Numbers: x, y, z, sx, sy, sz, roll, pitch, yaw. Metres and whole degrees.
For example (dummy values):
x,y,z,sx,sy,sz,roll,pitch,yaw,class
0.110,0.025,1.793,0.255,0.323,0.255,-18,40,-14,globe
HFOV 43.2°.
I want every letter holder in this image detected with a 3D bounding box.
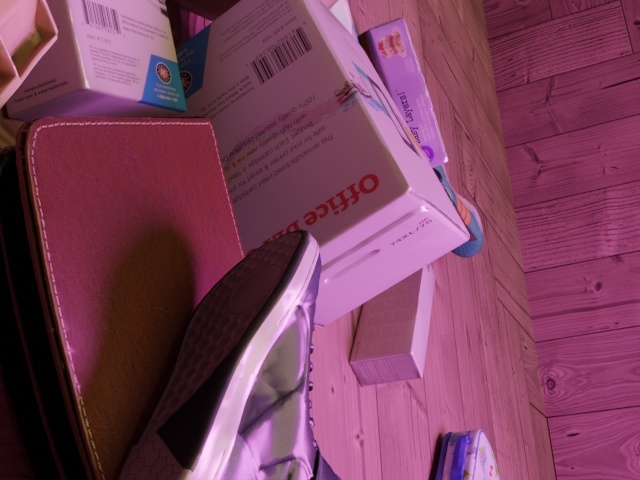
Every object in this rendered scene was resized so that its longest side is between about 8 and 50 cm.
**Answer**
x,y,z,sx,sy,sz,roll,pitch,yaw,class
-0.156,0.077,0.570,0.214,0.152,0.301,-19,96,-66,letter holder

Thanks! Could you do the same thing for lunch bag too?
x,y,z,sx,sy,sz,roll,pitch,yaw,class
0.263,0.453,1.435,0.219,0.090,0.176,-62,135,-58,lunch bag

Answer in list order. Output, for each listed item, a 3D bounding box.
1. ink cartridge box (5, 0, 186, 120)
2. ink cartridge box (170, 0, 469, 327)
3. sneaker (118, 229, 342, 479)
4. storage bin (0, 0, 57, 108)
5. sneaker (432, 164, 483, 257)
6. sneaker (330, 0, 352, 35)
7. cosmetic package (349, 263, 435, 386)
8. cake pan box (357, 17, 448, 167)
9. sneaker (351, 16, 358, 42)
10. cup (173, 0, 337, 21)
x,y,z,sx,sy,sz,roll,pitch,yaw,class
-0.204,-0.205,0.690,0.148,0.086,0.203,-3,80,-67,ink cartridge box
-0.016,-0.081,0.822,0.197,0.198,0.270,26,35,-62,ink cartridge box
-0.022,0.117,0.535,0.163,0.086,0.226,47,47,-28,sneaker
-0.290,-0.143,0.407,0.262,0.123,0.260,-77,147,-47,storage bin
0.246,-0.057,1.671,0.302,0.108,0.121,53,32,-29,sneaker
-0.009,-0.287,1.194,0.255,0.094,0.151,69,27,-16,sneaker
0.118,0.120,1.266,0.239,0.099,0.060,-71,144,-52,cosmetic package
0.142,-0.254,1.450,0.246,0.070,0.266,-102,172,-77,cake pan box
0.005,-0.371,1.301,0.092,0.088,0.228,-66,145,-66,sneaker
-0.064,-0.363,0.879,0.331,0.331,0.236,19,85,-64,cup
